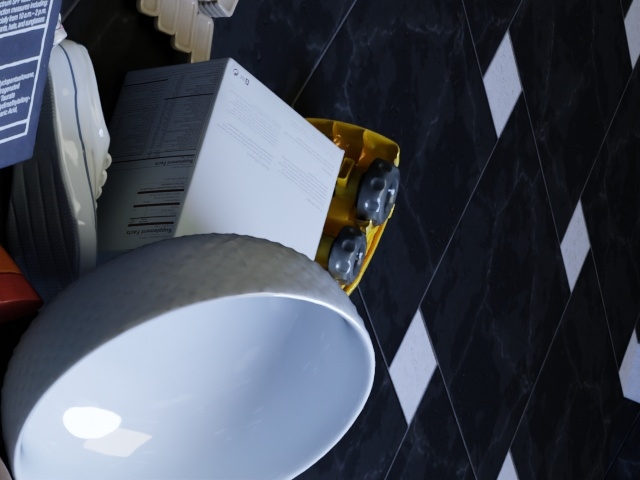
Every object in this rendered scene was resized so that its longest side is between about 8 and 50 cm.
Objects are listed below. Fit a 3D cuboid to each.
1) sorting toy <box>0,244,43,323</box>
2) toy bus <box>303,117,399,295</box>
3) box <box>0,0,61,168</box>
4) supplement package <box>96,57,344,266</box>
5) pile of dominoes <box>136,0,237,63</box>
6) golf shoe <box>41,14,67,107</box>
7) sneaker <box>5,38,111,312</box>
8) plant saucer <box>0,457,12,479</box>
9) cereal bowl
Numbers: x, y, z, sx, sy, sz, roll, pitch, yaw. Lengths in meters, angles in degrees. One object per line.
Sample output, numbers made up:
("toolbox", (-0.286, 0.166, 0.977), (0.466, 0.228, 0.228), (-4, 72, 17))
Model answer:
("sorting toy", (-0.357, 0.003, 1.256), (0.365, 0.127, 0.126), (10, 63, -65))
("toy bus", (0.000, 0.000, 1.905), (0.211, 0.149, 0.220), (83, 28, -57))
("box", (-0.322, -0.191, 1.097), (0.296, 0.183, 0.294), (-28, 140, -59))
("supplement package", (-0.110, -0.041, 1.604), (0.194, 0.149, 0.203), (37, 60, -43))
("pile of dominoes", (-0.164, -0.313, 1.638), (0.251, 0.040, 0.196), (46, 56, -46))
("golf shoe", (-0.256, -0.198, 1.390), (0.067, 0.086, 0.186), (140, -38, -80))
("sneaker", (-0.228, -0.060, 1.475), (0.091, 0.094, 0.258), (-18, 111, -56))
("plant saucer", (-0.332, 0.239, 1.280), (0.278, 0.041, 0.277), (28, 52, -45))
("cereal bowl", (-0.130, 0.111, 1.452), (0.339, 0.339, 0.141), (53, 8, -53))
